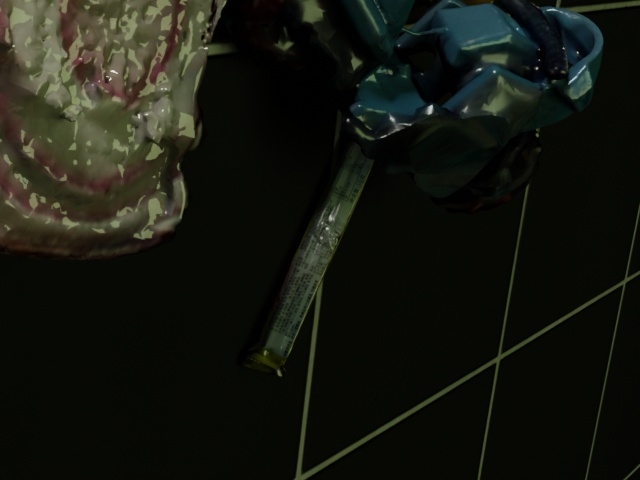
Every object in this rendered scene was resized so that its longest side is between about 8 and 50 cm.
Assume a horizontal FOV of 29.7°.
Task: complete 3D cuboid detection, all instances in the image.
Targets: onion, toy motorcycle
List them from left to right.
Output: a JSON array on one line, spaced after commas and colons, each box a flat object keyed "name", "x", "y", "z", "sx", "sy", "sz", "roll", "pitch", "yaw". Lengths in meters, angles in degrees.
[{"name": "onion", "x": -0.188, "y": -0.157, "z": 0.759, "sx": 0.280, "sy": 0.146, "sz": 0.314, "roll": 12, "pitch": 101, "yaw": -45}, {"name": "toy motorcycle", "x": 0.106, "y": -0.176, "z": 1.101, "sx": 0.232, "sy": 0.172, "sz": 0.416, "roll": -41, "pitch": 132, "yaw": 18}]

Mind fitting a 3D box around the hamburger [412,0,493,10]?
[{"name": "hamburger", "x": 0.131, "y": -0.328, "z": 1.202, "sx": 0.213, "sy": 0.108, "sz": 0.214, "roll": -28, "pitch": 128, "yaw": -43}]

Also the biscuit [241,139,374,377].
[{"name": "biscuit", "x": 0.000, "y": 0.000, "z": 1.208, "sx": 0.292, "sy": 0.048, "sz": 0.026, "roll": -65, "pitch": -174, "yaw": -11}]
